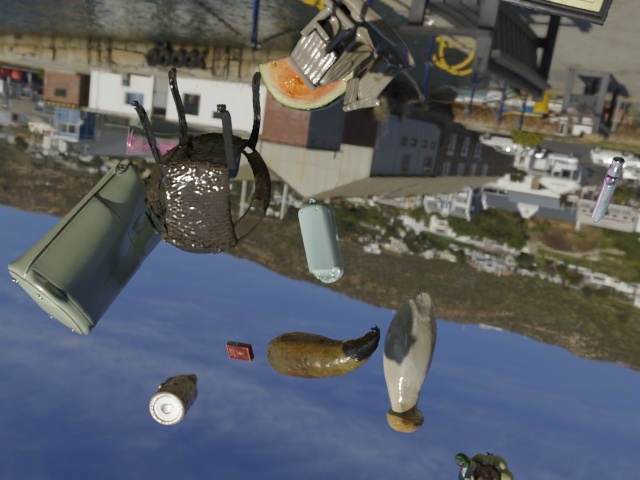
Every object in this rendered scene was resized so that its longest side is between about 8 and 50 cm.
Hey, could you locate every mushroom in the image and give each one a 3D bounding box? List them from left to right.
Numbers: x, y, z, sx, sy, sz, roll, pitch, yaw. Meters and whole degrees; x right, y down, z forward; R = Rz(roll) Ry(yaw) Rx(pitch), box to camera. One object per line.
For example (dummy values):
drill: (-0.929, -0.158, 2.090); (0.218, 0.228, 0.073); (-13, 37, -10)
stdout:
mushroom: (0.221, 0.298, 1.452); (0.128, 0.350, 0.128); (5, 180, 0)

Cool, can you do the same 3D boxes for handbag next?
handbag: (-0.350, -0.012, 0.973); (0.109, 0.315, 0.241); (26, 153, 11)

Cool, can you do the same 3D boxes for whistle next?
whistle: (0.701, -0.123, 1.426); (0.033, 0.177, 0.033); (1, -144, -1)

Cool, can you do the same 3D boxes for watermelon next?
watermelon: (-0.032, -0.431, 1.683); (0.303, 0.128, 0.159); (4, 149, 22)

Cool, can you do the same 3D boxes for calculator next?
calculator: (0.000, 0.000, 1.656); (0.045, 0.246, 0.141); (-14, -177, -34)

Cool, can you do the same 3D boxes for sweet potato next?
sweet potato: (-0.002, 0.301, 1.550); (0.130, 0.131, 0.422); (-3, 172, -45)

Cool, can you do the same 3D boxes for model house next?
model house: (0.048, -0.356, 1.122); (0.229, 0.188, 0.122); (47, -163, 1)

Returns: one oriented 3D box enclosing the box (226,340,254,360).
box: (-0.248, 0.341, 1.801); (0.082, 0.052, 0.023); (3, -150, 24)

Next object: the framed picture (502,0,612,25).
framed picture: (0.369, -0.451, 0.894); (0.199, 0.195, 0.010); (17, -165, 8)

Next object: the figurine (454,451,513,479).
figurine: (0.303, 0.497, 1.162); (0.197, 0.147, 0.093); (-21, 169, -41)

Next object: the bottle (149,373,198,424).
bottle: (-0.361, 0.389, 1.464); (0.098, 0.099, 0.152); (9, -169, 2)

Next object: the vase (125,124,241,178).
vase: (-0.264, -0.178, 1.134); (0.214, 0.086, 0.086); (8, -169, -15)

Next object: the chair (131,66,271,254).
chair: (-0.152, -0.103, 0.766); (0.174, 0.213, 0.149); (5, -153, 7)
